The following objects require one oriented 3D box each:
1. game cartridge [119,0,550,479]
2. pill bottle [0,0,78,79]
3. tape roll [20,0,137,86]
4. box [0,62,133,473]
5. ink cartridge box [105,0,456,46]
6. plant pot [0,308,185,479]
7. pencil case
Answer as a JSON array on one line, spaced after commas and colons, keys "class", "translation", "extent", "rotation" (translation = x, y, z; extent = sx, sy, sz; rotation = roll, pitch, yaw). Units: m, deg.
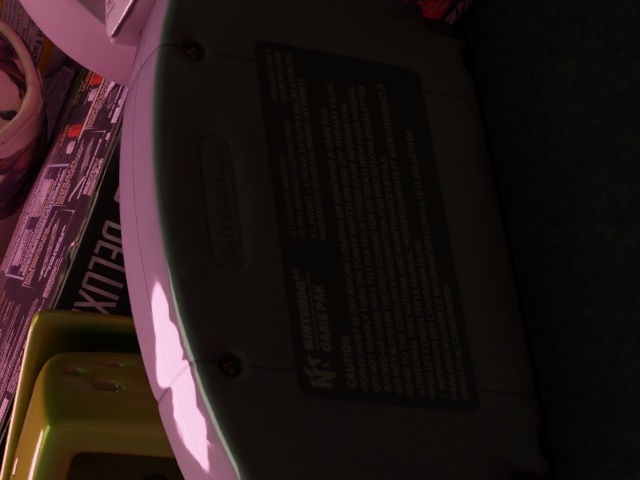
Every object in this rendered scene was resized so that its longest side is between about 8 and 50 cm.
[{"class": "game cartridge", "translation": [0.000, 0.000, 0.970], "extent": [0.062, 0.198, 0.297], "rotation": [127, 142, -51]}, {"class": "pill bottle", "translation": [-0.270, -0.196, 1.626], "extent": [0.119, 0.208, 0.119], "rotation": [-175, 90, -66]}, {"class": "tape roll", "translation": [-0.083, -0.201, 1.180], "extent": [0.072, 0.219, 0.219], "rotation": [159, 114, -65]}, {"class": "box", "translation": [-0.171, 0.018, 1.400], "extent": [0.307, 0.076, 0.242], "rotation": [-70, 18, -6]}, {"class": "ink cartridge box", "translation": [-0.018, -0.157, 1.075], "extent": [0.127, 0.175, 0.072], "rotation": [136, 135, -56]}, {"class": "plant pot", "translation": [-0.073, 0.165, 1.082], "extent": [0.207, 0.228, 0.227], "rotation": [-124, 44, -64]}, {"class": "pencil case", "translation": [-0.317, -0.032, 1.621], "extent": [0.410, 0.183, 0.160], "rotation": [103, -171, -60]}]
